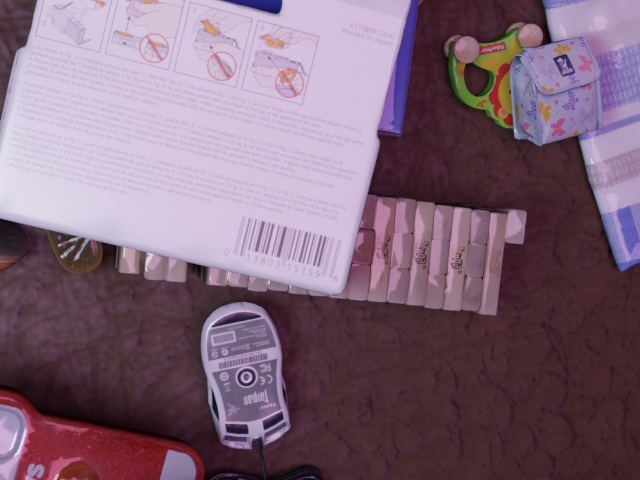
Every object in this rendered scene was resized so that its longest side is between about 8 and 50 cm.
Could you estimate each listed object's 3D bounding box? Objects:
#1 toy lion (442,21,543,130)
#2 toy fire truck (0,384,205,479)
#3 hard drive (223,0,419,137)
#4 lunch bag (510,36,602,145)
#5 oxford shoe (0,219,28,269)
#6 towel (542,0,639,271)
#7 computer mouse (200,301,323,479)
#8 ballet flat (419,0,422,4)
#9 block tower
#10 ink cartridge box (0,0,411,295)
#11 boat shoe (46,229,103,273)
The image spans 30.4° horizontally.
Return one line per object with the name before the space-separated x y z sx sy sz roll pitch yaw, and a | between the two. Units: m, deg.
toy lion | 0.166 -0.144 1.063 0.100 0.034 0.096 -13 105 -13
toy fire truck | -0.212 0.275 0.911 0.254 0.169 0.302 17 89 -20
hard drive | -0.018 -0.254 0.957 0.210 0.040 0.319 7 88 3
lunch bag | 0.207 -0.132 1.037 0.071 0.053 0.083 -15 109 -21
oxford shoe | -0.340 0.000 0.930 0.212 0.076 0.076 9 122 -18
towel | 0.332 -0.136 1.104 0.209 0.034 0.285 -19 99 -12
computer mouse | -0.059 0.142 1.020 0.106 0.042 0.193 -9 102 -9
ballet flat | 0.104 -0.271 1.012 0.080 0.073 0.232 33 86 -14
block tower | 0.000 0.000 0.998 0.335 0.091 0.097 5 94 -15
ink cartridge box | -0.090 -0.104 0.886 0.275 0.060 0.239 14 91 -8
boat shoe | -0.213 -0.040 0.961 0.050 0.045 0.135 -14 102 -5
